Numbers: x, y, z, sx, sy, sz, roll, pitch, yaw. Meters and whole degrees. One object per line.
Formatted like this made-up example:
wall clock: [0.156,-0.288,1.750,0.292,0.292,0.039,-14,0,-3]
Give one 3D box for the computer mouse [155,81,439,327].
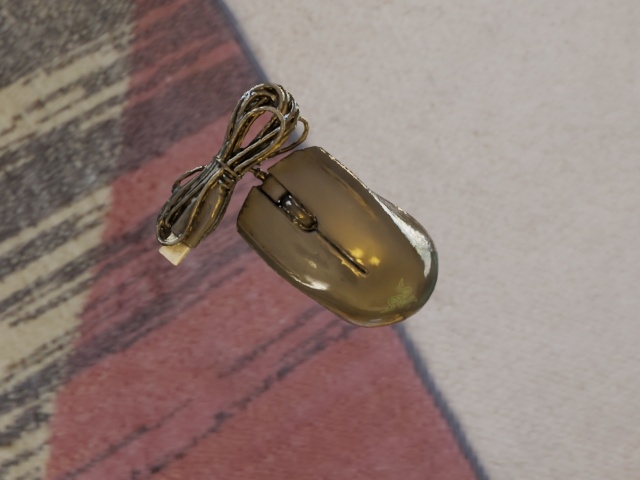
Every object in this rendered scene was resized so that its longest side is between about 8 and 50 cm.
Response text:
computer mouse: [0.000,0.000,1.451,0.272,0.072,0.188,33,102,-22]
